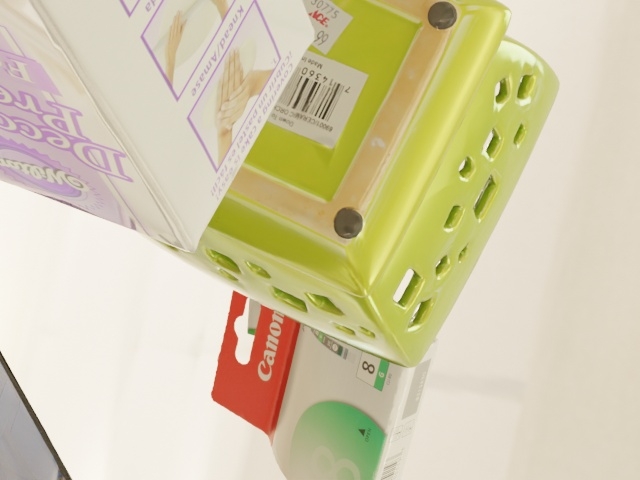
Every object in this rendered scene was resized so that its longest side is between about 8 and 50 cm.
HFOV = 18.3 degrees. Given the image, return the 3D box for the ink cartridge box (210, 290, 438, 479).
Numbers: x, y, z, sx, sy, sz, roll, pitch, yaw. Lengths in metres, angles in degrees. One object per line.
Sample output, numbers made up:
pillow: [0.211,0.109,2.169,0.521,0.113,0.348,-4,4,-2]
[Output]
ink cartridge box: [-0.014,0.122,1.755,0.225,0.056,0.181,27,-62,29]

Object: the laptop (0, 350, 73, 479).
laptop: [-0.285,0.211,1.223,0.408,0.236,0.382,-64,-176,-25]

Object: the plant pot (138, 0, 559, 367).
plant pot: [-0.001,-0.075,1.245,0.227,0.228,0.207,-63,165,-6]

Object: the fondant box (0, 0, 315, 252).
fondant box: [-0.155,-0.135,0.559,0.096,0.238,0.330,-64,159,-16]

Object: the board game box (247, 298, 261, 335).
board game box: [0.000,0.000,1.782,0.039,0.124,0.259,-39,139,-55]
